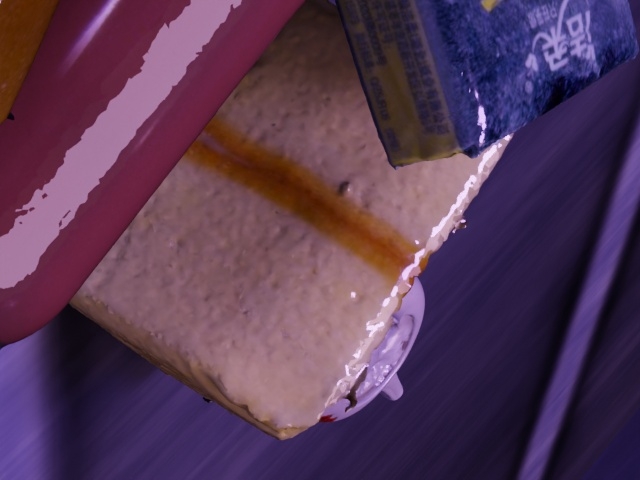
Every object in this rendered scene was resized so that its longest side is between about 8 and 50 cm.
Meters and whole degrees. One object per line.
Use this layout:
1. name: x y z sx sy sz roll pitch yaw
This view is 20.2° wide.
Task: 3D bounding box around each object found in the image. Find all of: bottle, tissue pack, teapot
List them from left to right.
1. bottle: -0.141 -0.057 0.850 0.336 0.144 0.144 -52 159 -1
2. teapot: 0.026 0.081 1.460 0.145 0.092 0.226 -49 159 -7
3. tissue pack: 0.075 -0.190 0.987 0.185 0.081 0.257 -30 107 -45

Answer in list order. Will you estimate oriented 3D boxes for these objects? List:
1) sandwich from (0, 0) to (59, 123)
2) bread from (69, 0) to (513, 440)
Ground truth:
1. sandwich: -0.148 -0.161 0.706 0.236 0.122 0.128 -64 161 16
2. bread: 0.000 0.000 1.170 0.263 0.198 0.236 -54 165 -7
